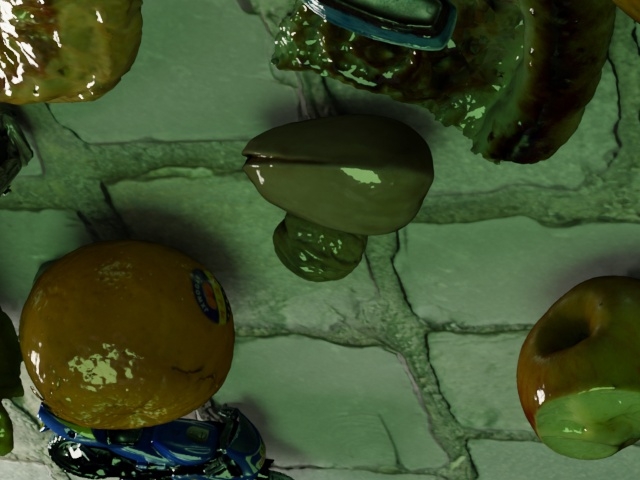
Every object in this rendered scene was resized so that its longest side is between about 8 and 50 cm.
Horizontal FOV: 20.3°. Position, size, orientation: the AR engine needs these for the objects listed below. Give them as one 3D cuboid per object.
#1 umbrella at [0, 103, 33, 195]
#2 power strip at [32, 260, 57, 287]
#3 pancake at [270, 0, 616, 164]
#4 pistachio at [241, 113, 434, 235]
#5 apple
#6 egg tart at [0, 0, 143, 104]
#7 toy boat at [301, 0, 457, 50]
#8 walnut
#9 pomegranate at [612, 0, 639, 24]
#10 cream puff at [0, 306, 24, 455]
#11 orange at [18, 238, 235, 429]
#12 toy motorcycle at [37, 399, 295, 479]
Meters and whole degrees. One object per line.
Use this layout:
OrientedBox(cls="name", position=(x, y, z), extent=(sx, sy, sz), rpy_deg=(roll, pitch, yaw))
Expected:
OrientedBox(cls="umbrella", position=(-0.437, -0.052, 1.803), extent=(0.358, 0.113, 0.106), rpy_deg=(-19, 128, 40))
OrientedBox(cls="power strip", position=(-0.241, 0.099, 1.975), extent=(0.080, 0.029, 0.227), rpy_deg=(-5, 136, 24))
OrientedBox(cls="pancake", position=(0.086, -0.219, 1.431), extent=(0.305, 0.067, 0.426), rpy_deg=(10, 143, 13))
OrientedBox(cls="pistachio", position=(0.016, -0.061, 1.609), extent=(0.186, 0.108, 0.126), rpy_deg=(5, -178, 27))
OrientedBox(cls="apple", position=(0.283, 0.125, 1.691), extent=(0.195, 0.160, 0.173), rpy_deg=(-21, 124, 41))
OrientedBox(cls="egg tart", position=(-0.289, -0.292, 1.349), extent=(0.443, 0.178, 0.443), rpy_deg=(31, 154, 17))
OrientedBox(cls="toy boat", position=(0.041, -0.189, 1.416), extent=(0.137, 0.060, 0.061), rpy_deg=(19, 170, 9))
OrientedBox(cls="walnut", position=(0.000, 0.000, 1.721), extent=(0.092, 0.092, 0.092), rpy_deg=(11, 141, 9))
OrientedBox(cls="pomegranate", position=(0.295, -0.241, 1.184), extent=(0.260, 0.260, 0.260), rpy_deg=(11, 141, 9))
OrientedBox(cls="cream puff", position=(-0.418, 0.122, 1.942), extent=(0.282, 0.185, 0.281), rpy_deg=(48, 154, 33))
OrientedBox(cls="orange", position=(-0.197, 0.095, 1.815), extent=(0.219, 0.193, 0.219), rpy_deg=(-21, 154, -11))
OrientedBox(cls="toy motorcycle", position=(-0.170, 0.245, 2.058), extent=(0.315, 0.113, 0.169), rpy_deg=(12, 140, 0))
